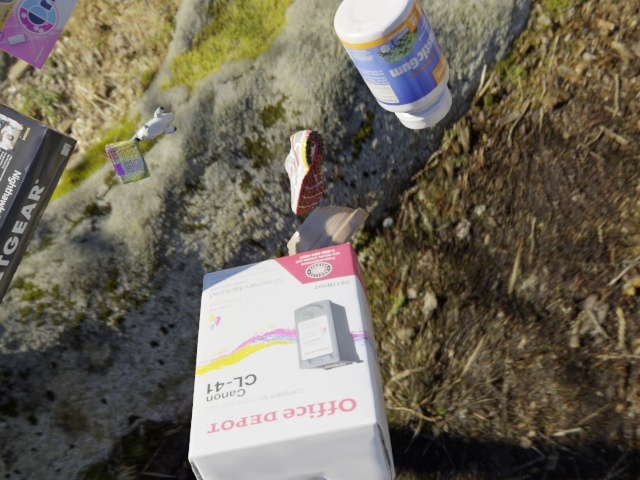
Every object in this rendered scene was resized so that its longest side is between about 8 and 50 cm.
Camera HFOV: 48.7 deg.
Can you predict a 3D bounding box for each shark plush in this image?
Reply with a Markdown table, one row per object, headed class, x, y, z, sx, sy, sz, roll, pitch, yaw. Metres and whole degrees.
| class | x | y | z | sx | sy | sz | roll | pitch | yaw |
| --- | --- | --- | --- | --- | --- | --- | --- | --- | --- |
| shark plush | -0.453 | -0.288 | 1.893 | 0.161 | 0.067 | 0.073 | -47 | 113 | -10 |

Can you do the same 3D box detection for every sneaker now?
| class | x | y | z | sx | sy | sz | roll | pitch | yaw |
| --- | --- | --- | --- | --- | --- | --- | --- | --- | --- |
| sneaker | -0.046 | -0.180 | 1.878 | 0.092 | 0.088 | 0.226 | 13 | 99 | 45 |

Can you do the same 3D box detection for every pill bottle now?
| class | x | y | z | sx | sy | sz | roll | pitch | yaw |
| --- | --- | --- | --- | --- | --- | --- | --- | --- | --- |
| pill bottle | 0.149 | -0.334 | 1.307 | 0.152 | 0.272 | 0.152 | -17 | 51 | 22 |

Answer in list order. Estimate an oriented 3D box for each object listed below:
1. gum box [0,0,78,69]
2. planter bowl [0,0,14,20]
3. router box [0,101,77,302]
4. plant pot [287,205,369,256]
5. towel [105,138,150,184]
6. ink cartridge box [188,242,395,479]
| class | x | y | z | sx | sy | sz | roll | pitch | yaw |
| --- | --- | --- | --- | --- | --- | --- | --- | --- | --- |
| gum box | -0.512 | -0.420 | 1.269 | 0.188 | 0.107 | 0.062 | -57 | 36 | 9 |
| planter bowl | -0.501 | -0.312 | 0.921 | 0.162 | 0.162 | 0.109 | 41 | 108 | 15 |
| router box | -0.504 | -0.052 | 0.943 | 0.242 | 0.081 | 0.309 | 26 | 90 | 11 |
| plant pot | 0.000 | 0.000 | 1.642 | 0.109 | 0.237 | 0.237 | 38 | 84 | 3 |
| towel | -0.352 | -0.145 | 1.295 | 0.060 | 0.083 | 0.009 | -15 | 35 | 2 |
| ink cartridge box | -0.038 | 0.164 | 0.911 | 0.226 | 0.131 | 0.306 | -12 | 38 | 4 |
